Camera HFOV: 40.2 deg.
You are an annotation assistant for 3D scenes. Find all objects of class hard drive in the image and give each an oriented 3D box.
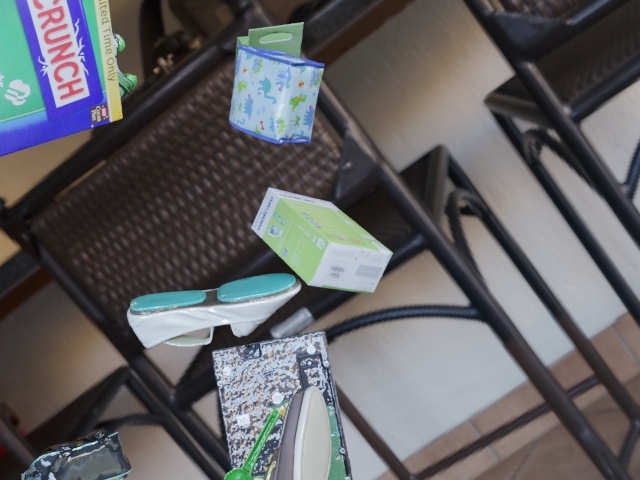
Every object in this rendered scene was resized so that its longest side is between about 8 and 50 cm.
[{"bbox_3d":[-0.074,0.367,1.767,0.237,0.338,0.064,-12,-6,3],"label":"hard drive"}]

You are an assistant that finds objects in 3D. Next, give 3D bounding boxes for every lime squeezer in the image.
[{"bbox_3d":[-0.159,0.424,1.453,0.310,0.059,0.110,-43,-17,-34],"label":"lime squeezer"}]

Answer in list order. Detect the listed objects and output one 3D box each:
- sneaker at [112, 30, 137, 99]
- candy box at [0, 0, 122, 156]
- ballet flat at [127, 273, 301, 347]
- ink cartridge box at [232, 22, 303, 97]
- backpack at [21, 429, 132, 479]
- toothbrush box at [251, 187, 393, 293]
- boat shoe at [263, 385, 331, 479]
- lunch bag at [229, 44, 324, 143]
[{"bbox_3d":[-0.562,-0.488,2.094,0.146,0.343,0.134,-31,23,-13],"label":"sneaker"},{"bbox_3d":[-0.428,-0.245,1.109,0.317,0.268,0.122,-25,43,-30],"label":"candy box"},{"bbox_3d":[-0.236,0.168,2.000,0.401,0.139,0.139,-9,11,0],"label":"ballet flat"},{"bbox_3d":[-0.102,-0.333,1.653,0.109,0.062,0.209,-11,-39,-19],"label":"ink cartridge box"},{"bbox_3d":[-0.429,0.419,1.524,0.166,0.144,0.188,-17,-5,-38],"label":"backpack"},{"bbox_3d":[0.000,0.000,2.089,0.283,0.206,0.122,43,114,44],"label":"toothbrush box"},{"bbox_3d":[-0.046,0.388,1.384,0.097,0.116,0.324,-12,57,24],"label":"boat shoe"},{"bbox_3d":[-0.079,-0.225,1.340,0.151,0.128,0.096,22,18,37],"label":"lunch bag"}]
